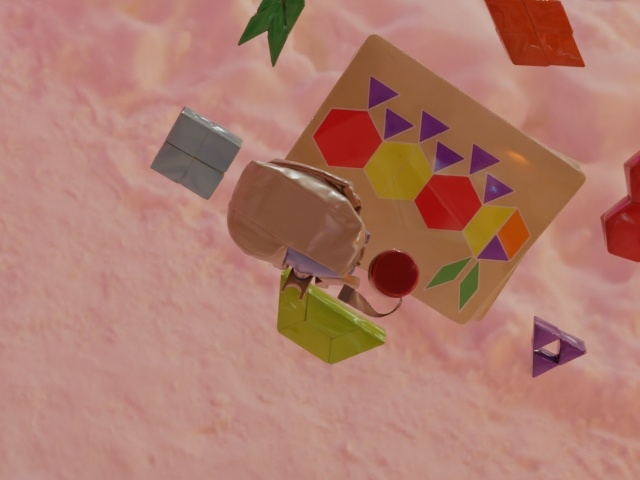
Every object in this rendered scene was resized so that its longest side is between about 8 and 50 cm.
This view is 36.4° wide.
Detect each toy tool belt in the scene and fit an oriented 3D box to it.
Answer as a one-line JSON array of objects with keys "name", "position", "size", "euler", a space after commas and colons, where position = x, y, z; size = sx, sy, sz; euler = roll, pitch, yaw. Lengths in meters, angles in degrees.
[{"name": "toy tool belt", "position": [0.000, 0.000, 0.404], "size": [0.083, 0.051, 0.052], "euler": [28, 81, 0]}]

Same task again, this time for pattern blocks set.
[{"name": "pattern blocks set", "position": [0.069, -0.033, 0.638], "size": [0.325, 0.285, 0.026], "euler": [39, 21, -14]}]
